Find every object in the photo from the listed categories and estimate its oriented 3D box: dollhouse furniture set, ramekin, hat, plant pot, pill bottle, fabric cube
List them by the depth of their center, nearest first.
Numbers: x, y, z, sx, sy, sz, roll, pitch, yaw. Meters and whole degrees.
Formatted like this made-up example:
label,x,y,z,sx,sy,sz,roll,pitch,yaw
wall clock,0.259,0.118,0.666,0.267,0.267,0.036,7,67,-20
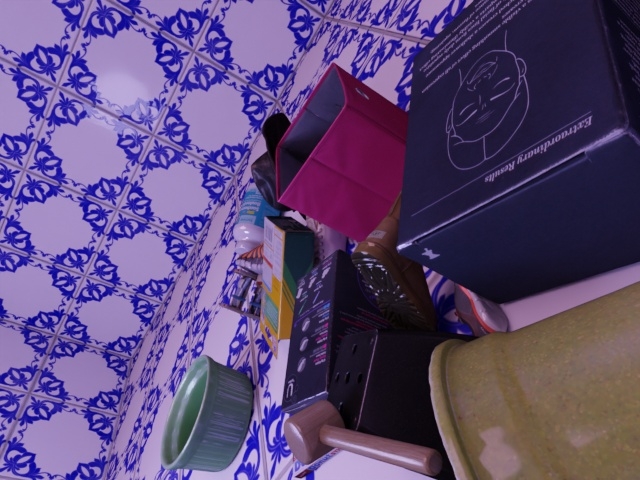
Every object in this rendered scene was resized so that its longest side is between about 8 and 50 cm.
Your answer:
label,x,y,z,sx,sy,sz,roll,pitch,yaw
plant pot,0.269,0.137,0.352,0.254,0.276,0.276,-40,32,22
plant pot,0.111,0.210,0.638,0.187,0.166,0.188,142,147,-65
fabric cube,0.073,-0.188,1.042,0.259,0.258,0.254,-51,26,28
hat,-0.103,-0.177,1.287,0.133,0.331,0.332,-18,44,23
ramekin,-0.314,0.490,1.304,0.303,0.148,0.304,-47,29,36
dollhouse furniture set,-0.209,0.167,1.432,0.183,0.128,0.130,-8,60,62
pill bottle,-0.229,-0.069,1.688,0.146,0.146,0.264,-27,43,54

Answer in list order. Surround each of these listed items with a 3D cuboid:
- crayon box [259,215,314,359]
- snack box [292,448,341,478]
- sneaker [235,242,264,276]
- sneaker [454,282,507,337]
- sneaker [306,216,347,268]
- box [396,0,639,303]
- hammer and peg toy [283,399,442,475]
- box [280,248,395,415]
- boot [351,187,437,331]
label,x,y,z,sx,sy,sz,roll,pitch,yaw
crayon box,-0.092,0.112,1.203,0.203,0.083,0.323,-145,58,-66
snack box,0.002,0.394,0.901,0.178,0.022,0.064,-49,29,31
sneaker,-0.146,0.029,1.481,0.321,0.124,0.180,-1,61,52
sneaker,0.221,0.092,0.707,0.065,0.061,0.158,-57,23,31
sneaker,0.000,0.000,1.177,0.105,0.123,0.290,-22,48,54
box,0.287,-0.161,0.627,0.293,0.211,0.396,-33,38,50
hammer and peg toy,0.051,0.350,0.459,0.362,0.127,0.266,66,151,13
box,0.046,0.182,0.843,0.143,0.165,0.271,-40,33,43
boot,0.187,0.001,0.782,0.089,0.236,0.270,8,49,45
